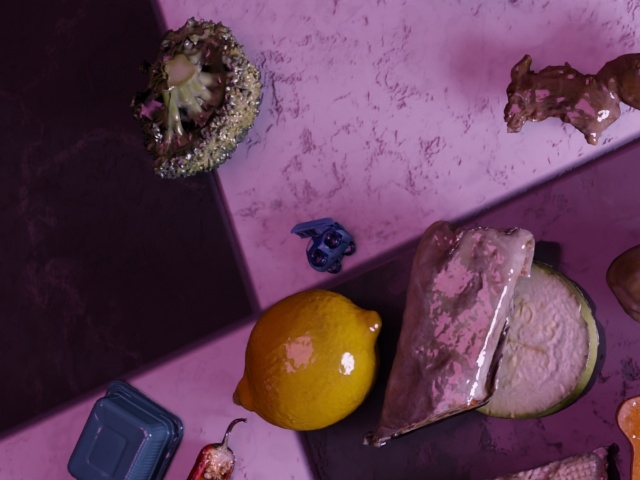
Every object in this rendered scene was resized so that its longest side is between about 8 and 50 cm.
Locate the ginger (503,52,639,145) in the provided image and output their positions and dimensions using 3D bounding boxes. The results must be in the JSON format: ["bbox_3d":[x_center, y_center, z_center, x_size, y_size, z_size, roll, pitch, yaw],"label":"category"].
[{"bbox_3d":[0.380,-0.187,1.617,0.290,0.084,0.122,3,79,26],"label":"ginger"}]

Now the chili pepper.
[{"bbox_3d":[-0.180,0.375,1.855,0.268,0.059,0.050,-64,25,9],"label":"chili pepper"}]

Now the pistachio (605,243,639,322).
[{"bbox_3d":[0.450,0.050,1.549,0.186,0.126,0.108,0,126,23],"label":"pistachio"}]

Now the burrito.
[{"bbox_3d":[0.170,0.136,1.644,0.175,0.107,0.347,19,92,46],"label":"burrito"}]

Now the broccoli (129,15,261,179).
[{"bbox_3d":[-0.191,-0.208,1.855,0.198,0.226,0.176,23,138,26],"label":"broccoli"}]

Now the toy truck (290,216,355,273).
[{"bbox_3d":[0.000,0.000,1.808,0.073,0.056,0.090,-51,52,8],"label":"toy truck"}]

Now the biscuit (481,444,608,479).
[{"bbox_3d":[0.275,0.349,1.618,0.239,0.062,0.108,-21,75,23],"label":"biscuit"}]

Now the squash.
[{"bbox_3d":[0.263,0.133,1.668,0.219,0.041,0.219,-5,81,31],"label":"squash"}]

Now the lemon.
[{"bbox_3d":[-0.015,0.166,1.720,0.244,0.187,0.186,-37,69,18],"label":"lemon"}]

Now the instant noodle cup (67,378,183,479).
[{"bbox_3d":[-0.311,0.322,1.914,0.157,0.070,0.179,27,95,25],"label":"instant noodle cup"}]

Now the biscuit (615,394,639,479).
[{"bbox_3d":[0.429,0.349,1.518,0.206,0.049,0.323,6,80,4],"label":"biscuit"}]
